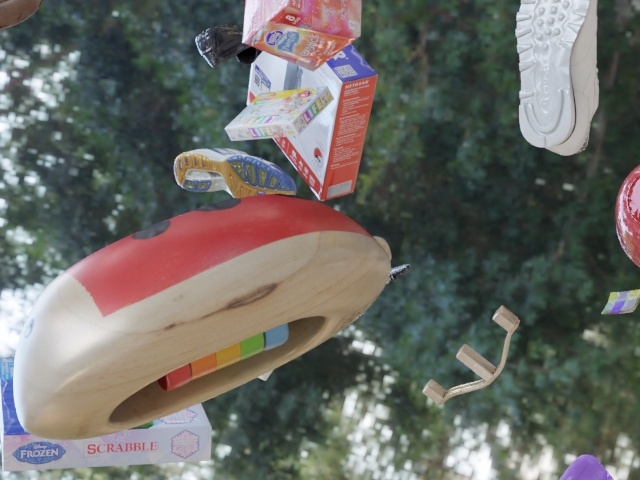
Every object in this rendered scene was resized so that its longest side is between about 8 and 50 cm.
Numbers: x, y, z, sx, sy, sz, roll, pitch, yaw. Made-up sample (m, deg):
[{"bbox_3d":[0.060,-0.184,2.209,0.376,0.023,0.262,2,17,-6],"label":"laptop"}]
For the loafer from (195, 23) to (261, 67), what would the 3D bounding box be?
[{"bbox_3d":[-0.141,-0.367,2.365,0.223,0.076,0.078,-21,-90,-47],"label":"loafer"}]

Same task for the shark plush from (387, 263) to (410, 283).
[{"bbox_3d":[0.103,0.064,2.563,0.073,0.161,0.067,-3,-94,-46],"label":"shark plush"}]

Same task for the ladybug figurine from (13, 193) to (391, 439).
[{"bbox_3d":[-0.130,0.069,1.377,0.449,0.161,0.305,-20,-18,-23],"label":"ladybug figurine"}]

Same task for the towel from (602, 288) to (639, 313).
[{"bbox_3d":[0.594,0.119,2.477,0.009,0.083,0.060,48,-123,-23],"label":"towel"}]

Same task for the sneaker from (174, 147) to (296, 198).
[{"bbox_3d":[-0.163,-0.149,2.681,0.131,0.296,0.111,-29,-51,-53],"label":"sneaker"}]

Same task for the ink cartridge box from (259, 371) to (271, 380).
[{"bbox_3d":[-0.158,0.128,2.217,0.093,0.212,0.154,-57,12,38],"label":"ink cartridge box"}]

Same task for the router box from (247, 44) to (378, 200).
[{"bbox_3d":[-0.026,-0.301,2.525,0.082,0.335,0.301,-16,-41,-25],"label":"router box"}]

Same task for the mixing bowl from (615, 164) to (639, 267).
[{"bbox_3d":[0.473,-0.047,1.709,0.098,0.181,0.181,26,-102,-55],"label":"mixing bowl"}]

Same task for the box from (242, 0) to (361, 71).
[{"bbox_3d":[-0.028,-0.464,2.143,0.154,0.142,0.299,18,-119,-30],"label":"box"}]

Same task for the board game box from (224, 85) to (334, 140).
[{"bbox_3d":[-0.066,-0.202,2.012,0.103,0.154,0.026,-50,-56,-35],"label":"board game box"}]

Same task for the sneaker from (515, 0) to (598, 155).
[{"bbox_3d":[0.288,-0.218,1.481,0.095,0.090,0.235,7,-90,-49],"label":"sneaker"}]

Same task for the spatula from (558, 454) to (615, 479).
[{"bbox_3d":[0.415,0.391,1.621,0.030,0.296,0.084,11,-64,-50],"label":"spatula"}]

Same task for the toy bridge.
[{"bbox_3d":[0.222,0.175,1.789,0.188,0.063,0.026,-51,2,30],"label":"toy bridge"}]

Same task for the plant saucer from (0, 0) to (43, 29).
[{"bbox_3d":[-0.439,-0.329,1.615,0.168,0.168,0.029,-54,-18,-41],"label":"plant saucer"}]

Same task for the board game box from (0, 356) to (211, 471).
[{"bbox_3d":[-0.362,0.271,2.060,0.318,0.318,0.065,-134,46,-67],"label":"board game box"}]
